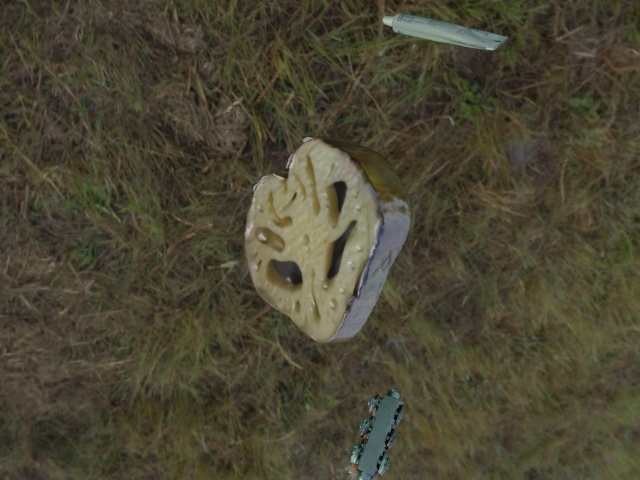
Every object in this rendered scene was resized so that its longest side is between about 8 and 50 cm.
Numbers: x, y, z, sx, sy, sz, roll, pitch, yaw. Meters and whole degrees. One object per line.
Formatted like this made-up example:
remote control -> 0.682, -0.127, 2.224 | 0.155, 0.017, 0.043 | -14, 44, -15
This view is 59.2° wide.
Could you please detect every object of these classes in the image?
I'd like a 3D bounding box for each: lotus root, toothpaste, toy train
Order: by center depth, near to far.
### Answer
toy train -> 0.062, 0.218, 0.625 | 0.044, 0.103, 0.064 | 21, 153, 9
toothpaste -> 0.176, -0.309, 0.834 | 0.048, 0.197, 0.029 | -41, 143, -35
lotus root -> 0.000, 0.000, 1.044 | 0.111, 0.376, 0.390 | 7, 160, -41
